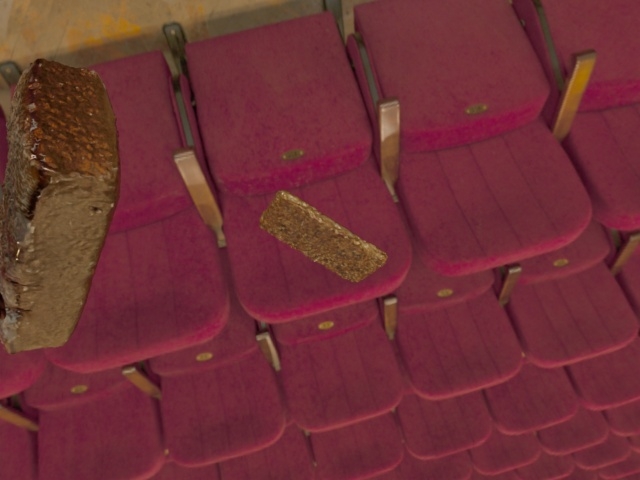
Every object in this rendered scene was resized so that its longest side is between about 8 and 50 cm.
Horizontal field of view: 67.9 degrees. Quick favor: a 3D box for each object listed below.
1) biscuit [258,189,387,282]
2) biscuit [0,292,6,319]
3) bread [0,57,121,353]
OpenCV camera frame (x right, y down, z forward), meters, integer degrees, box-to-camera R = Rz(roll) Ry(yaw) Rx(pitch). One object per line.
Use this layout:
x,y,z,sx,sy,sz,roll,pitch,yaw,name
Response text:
0.000,0.000,0.866,0.231,0.025,0.131,31,146,-9,biscuit
-0.418,-0.091,0.476,0.073,0.388,0.107,-19,169,-14,biscuit
-0.355,-0.014,0.620,0.113,0.165,0.416,-1,145,-38,bread
